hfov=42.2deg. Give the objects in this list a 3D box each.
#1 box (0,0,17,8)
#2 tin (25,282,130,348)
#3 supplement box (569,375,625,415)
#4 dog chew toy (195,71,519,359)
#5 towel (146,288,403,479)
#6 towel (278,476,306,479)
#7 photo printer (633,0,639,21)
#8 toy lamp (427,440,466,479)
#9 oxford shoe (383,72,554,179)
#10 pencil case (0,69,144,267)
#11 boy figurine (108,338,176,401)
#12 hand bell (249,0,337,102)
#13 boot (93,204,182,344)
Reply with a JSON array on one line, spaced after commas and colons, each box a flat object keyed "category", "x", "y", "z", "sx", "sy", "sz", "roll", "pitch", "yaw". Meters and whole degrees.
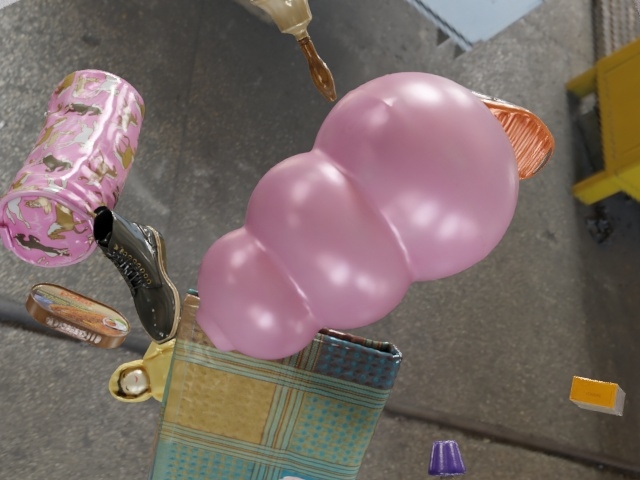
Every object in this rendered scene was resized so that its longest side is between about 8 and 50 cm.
[{"category": "box", "x": -0.178, "y": -0.231, "z": 0.492, "sx": 0.103, "sy": 0.114, "sz": 0.203, "roll": 37, "pitch": 56, "yaw": 17}, {"category": "tin", "x": -0.439, "y": 0.136, "z": 1.501, "sx": 0.190, "sy": 0.040, "sz": 0.106, "roll": 26, "pitch": 21, "yaw": -16}, {"category": "supplement box", "x": 0.402, "y": 0.225, "z": 1.199, "sx": 0.098, "sy": 0.062, "sz": 0.036, "roll": 35, "pitch": 65, "yaw": -59}, {"category": "dog chew toy", "x": 0.026, "y": -0.011, "z": 0.794, "sx": 0.332, "sy": 0.206, "sz": 0.206, "roll": -38, "pitch": 97, "yaw": -8}, {"category": "towel", "x": -0.071, "y": 0.235, "z": 1.058, "sx": 0.272, "sy": 0.370, "sz": 0.040, "roll": 15, "pitch": 36, "yaw": -1}, {"category": "towel", "x": 0.129, "y": 0.332, "z": 0.755, "sx": 0.317, "sy": 0.332, "sz": 0.053, "roll": 40, "pitch": 68, "yaw": -14}, {"category": "photo printer", "x": 0.454, "y": -0.310, "z": 0.929, "sx": 0.107, "sy": 0.256, "sz": 0.307, "roll": -5, "pitch": 72, "yaw": -9}, {"category": "toy lamp", "x": 0.259, "y": 0.539, "z": 1.648, "sx": 0.080, "sy": 0.080, "sz": 0.274, "roll": 7, "pitch": 72, "yaw": -38}, {"category": "oxford shoe", "x": 0.258, "y": -0.205, "z": 1.408, "sx": 0.364, "sy": 0.130, "sz": 0.132, "roll": 19, "pitch": 24, "yaw": -37}, {"category": "pencil case", "x": -0.408, "y": -0.129, "z": 1.379, "sx": 0.160, "sy": 0.167, "sz": 0.386, "roll": 41, "pitch": 30, "yaw": -29}, {"category": "boy figurine", "x": -0.276, "y": 0.240, "z": 1.592, "sx": 0.092, "sy": 0.285, "sz": 0.177, "roll": 2, "pitch": 74, "yaw": -76}, {"category": "hand bell", "x": -0.027, "y": -0.381, "z": 1.611, "sx": 0.126, "sy": 0.126, "sz": 0.242, "roll": -46, "pitch": 116, "yaw": -43}, {"category": "boot", "x": -0.282, "y": 0.052, "z": 1.235, "sx": 0.137, "sy": 0.077, "sz": 0.197, "roll": 40, "pitch": 24, "yaw": -61}]
